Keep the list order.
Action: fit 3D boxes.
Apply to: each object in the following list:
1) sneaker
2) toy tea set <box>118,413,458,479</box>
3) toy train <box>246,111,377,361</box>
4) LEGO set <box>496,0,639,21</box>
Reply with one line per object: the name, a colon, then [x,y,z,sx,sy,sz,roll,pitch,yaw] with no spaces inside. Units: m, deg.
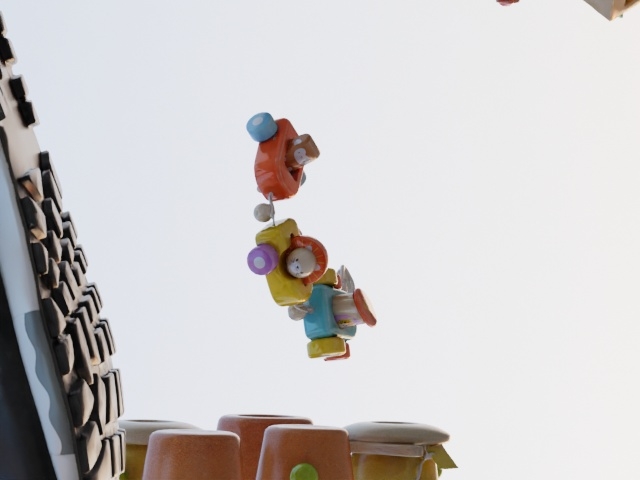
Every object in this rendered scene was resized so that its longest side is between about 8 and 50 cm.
sneaker: [-0.161,-0.005,0.722,0.107,0.124,0.283,2,-110,-87]
toy tea set: [-0.054,0.192,1.400,0.336,0.200,0.124,5,-94,-55]
toy train: [0.000,0.000,1.268,0.125,0.046,0.166,-76,-34,-46]
LEGO set: [0.035,-0.174,1.022,0.287,0.107,0.132,25,-149,2]
